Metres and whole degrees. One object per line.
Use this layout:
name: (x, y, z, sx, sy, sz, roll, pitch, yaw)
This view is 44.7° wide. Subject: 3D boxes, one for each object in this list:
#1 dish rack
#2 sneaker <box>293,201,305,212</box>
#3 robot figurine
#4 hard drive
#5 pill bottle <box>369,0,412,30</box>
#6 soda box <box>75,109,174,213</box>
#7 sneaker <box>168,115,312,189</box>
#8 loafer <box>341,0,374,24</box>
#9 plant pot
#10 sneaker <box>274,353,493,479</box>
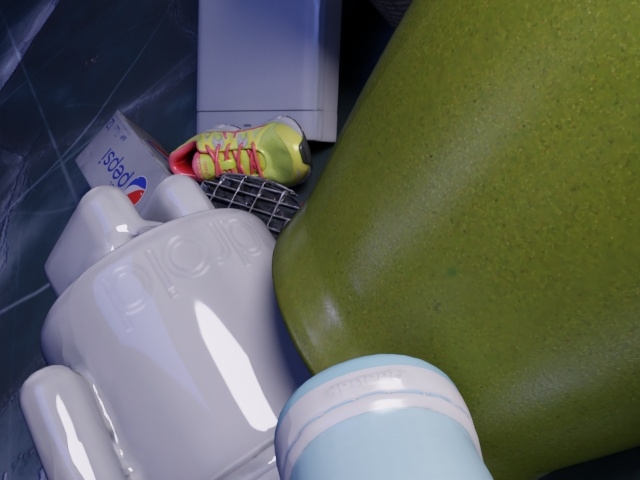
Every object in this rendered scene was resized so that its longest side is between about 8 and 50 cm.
dish rack: (-0.107, 0.064, 0.805, 0.208, 0.074, 0.272, 19, 82, 47)
sneaker: (0.000, 0.000, 0.790, 0.067, 0.042, 0.118, -12, 48, 33)
robot figurine: (-0.074, 0.118, 0.589, 0.353, 0.300, 0.200, 55, 133, 15)
hard drive: (-0.066, -0.298, 0.926, 0.233, 0.047, 0.353, 9, 99, 46)
pill bottle: (0.099, -0.299, 0.661, 0.210, 0.363, 0.210, -23, 49, 30)
soda box: (-0.222, -0.061, 1.001, 0.098, 0.091, 0.286, -49, 41, 3)
sneaker: (-0.095, -0.088, 0.883, 0.094, 0.082, 0.208, -26, 19, -40)
loafer: (0.016, -0.290, 0.950, 0.302, 0.109, 0.095, -21, 68, 40)
plant pot: (0.163, -0.035, 0.465, 0.353, 0.366, 0.366, -46, 40, 26)
sneaker: (0.055, 0.234, 0.360, 0.127, 0.319, 0.208, -17, 29, 0)
